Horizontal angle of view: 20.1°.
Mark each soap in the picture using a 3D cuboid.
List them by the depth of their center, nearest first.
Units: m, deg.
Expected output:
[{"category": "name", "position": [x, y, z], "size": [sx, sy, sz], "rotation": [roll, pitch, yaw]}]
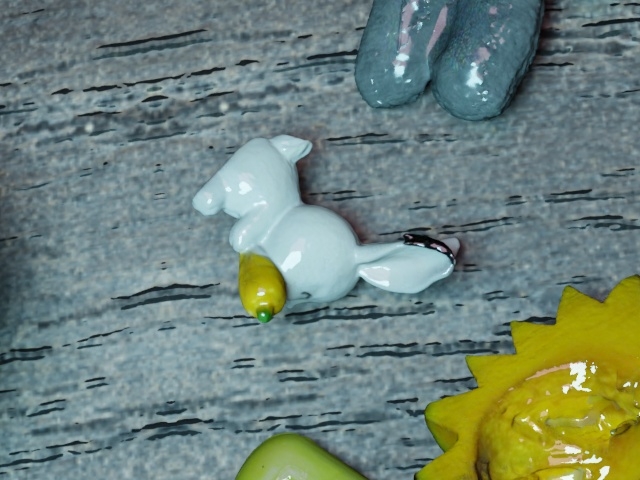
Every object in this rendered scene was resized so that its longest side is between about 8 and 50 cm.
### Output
[{"category": "soap", "position": [-0.003, 0.200, 1.310], "size": [0.140, 0.045, 0.089], "rotation": [32, 77, 19]}]

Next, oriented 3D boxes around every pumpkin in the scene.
[{"category": "pumpkin", "position": [0.182, 0.139, 1.278], "size": [0.254, 0.149, 0.130], "rotation": [-31, 28, -8]}]

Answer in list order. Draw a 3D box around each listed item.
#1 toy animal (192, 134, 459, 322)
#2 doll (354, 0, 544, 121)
[{"category": "toy animal", "position": [0.000, 0.000, 1.340], "size": [0.181, 0.131, 0.127], "rotation": [43, 106, 11]}, {"category": "doll", "position": [0.119, -0.263, 1.378], "size": [0.246, 0.158, 0.340], "rotation": [18, 79, 29]}]
